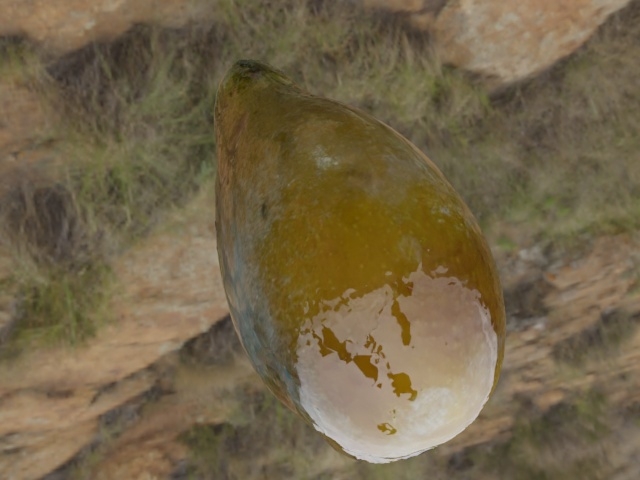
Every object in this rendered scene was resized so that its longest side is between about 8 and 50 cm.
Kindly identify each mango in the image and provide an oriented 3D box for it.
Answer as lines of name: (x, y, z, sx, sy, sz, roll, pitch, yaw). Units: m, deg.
mango: (0.000, 0.000, 0.588, 0.146, 0.316, 0.192, -14, 137, -25)
